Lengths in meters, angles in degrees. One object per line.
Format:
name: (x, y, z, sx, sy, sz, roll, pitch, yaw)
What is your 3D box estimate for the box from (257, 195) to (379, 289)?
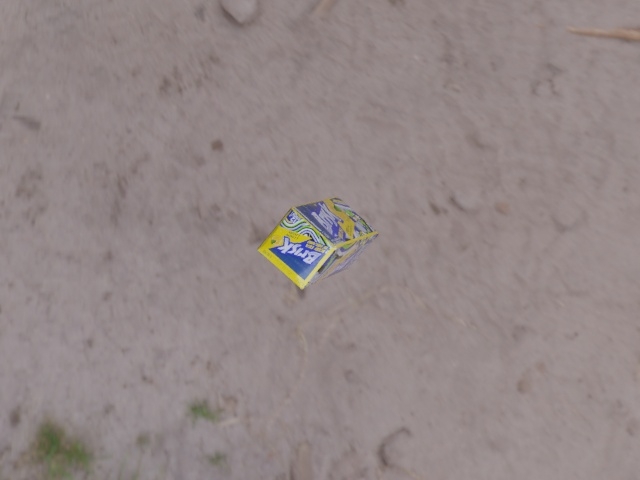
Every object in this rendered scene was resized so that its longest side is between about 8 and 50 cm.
box: (0.000, 0.000, 1.362, 0.059, 0.169, 0.054, 41, 103, 8)
